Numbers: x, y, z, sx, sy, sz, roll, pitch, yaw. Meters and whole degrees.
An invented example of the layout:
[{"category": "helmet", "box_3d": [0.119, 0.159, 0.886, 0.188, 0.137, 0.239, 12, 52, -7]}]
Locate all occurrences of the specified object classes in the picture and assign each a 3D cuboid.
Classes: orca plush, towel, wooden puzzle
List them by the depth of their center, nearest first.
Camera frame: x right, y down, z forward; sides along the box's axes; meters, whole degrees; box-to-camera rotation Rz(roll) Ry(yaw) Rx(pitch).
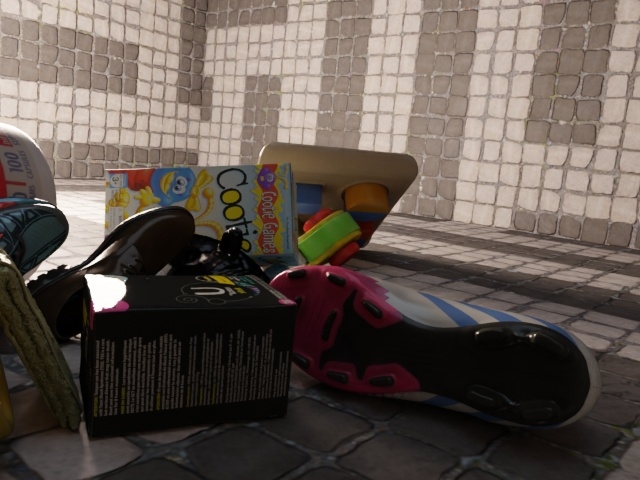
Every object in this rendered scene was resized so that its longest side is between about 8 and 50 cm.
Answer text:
[{"category": "towel", "box_3d": [-0.227, 0.070, 0.473, 0.027, 0.148, 0.110, -28, 23, -24]}, {"category": "orca plush", "box_3d": [-0.122, 0.037, 0.735, 0.151, 0.102, 0.287, 0, 20, -22]}, {"category": "wooden puzzle", "box_3d": [0.006, -0.065, 1.297, 0.322, 0.080, 0.347, 4, -29, -14]}]

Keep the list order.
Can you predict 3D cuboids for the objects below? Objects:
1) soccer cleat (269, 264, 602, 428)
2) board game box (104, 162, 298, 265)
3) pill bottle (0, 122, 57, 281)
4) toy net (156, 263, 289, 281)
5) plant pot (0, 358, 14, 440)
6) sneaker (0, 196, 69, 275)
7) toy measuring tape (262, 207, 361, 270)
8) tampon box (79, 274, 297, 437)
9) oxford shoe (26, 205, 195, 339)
[{"category": "soccer cleat", "box_3d": [0.098, 0.107, 0.596, 0.331, 0.115, 0.143, 13, -5, 30]}, {"category": "board game box", "box_3d": [-0.176, -0.032, 0.945, 0.276, 0.141, 0.144, -2, -9, 1]}, {"category": "pill bottle", "box_3d": [-0.519, -0.042, 0.639, 0.229, 0.228, 0.408, 9, 5, 26]}, {"category": "toy net", "box_3d": [-0.125, 0.072, 0.864, 0.232, 0.045, 0.122, -2, 21, -28]}, {"category": "plant pot", "box_3d": [-0.338, 0.037, 0.348, 0.239, 0.253, 0.254, -17, 18, -26]}, {"category": "sneaker", "box_3d": [-0.355, 0.047, 0.616, 0.125, 0.104, 0.262, 23, 40, 26]}, {"category": "toy measuring tape", "box_3d": [0.000, 0.000, 1.142, 0.122, 0.121, 0.330, 9, 9, 21]}, {"category": "tampon box", "box_3d": [-0.119, 0.089, 0.522, 0.161, 0.101, 0.120, 1, 9, -26]}, {"category": "oxford shoe", "box_3d": [-0.223, 0.041, 0.700, 0.096, 0.082, 0.227, 21, 51, 38]}]
